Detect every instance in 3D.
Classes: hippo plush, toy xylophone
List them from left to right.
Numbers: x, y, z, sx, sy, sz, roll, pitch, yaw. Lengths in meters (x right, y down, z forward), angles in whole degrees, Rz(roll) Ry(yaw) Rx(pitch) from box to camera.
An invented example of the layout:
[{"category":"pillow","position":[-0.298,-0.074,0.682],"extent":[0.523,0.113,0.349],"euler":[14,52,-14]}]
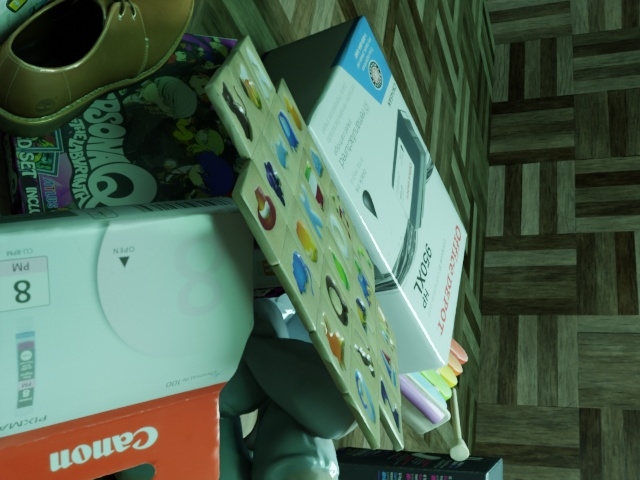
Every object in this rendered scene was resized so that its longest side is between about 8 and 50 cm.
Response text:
[{"category":"hippo plush","position":[-0.094,0.122,0.760],"extent":[0.294,0.234,0.236],"euler":[41,10,-5]},{"category":"toy xylophone","position":[0.164,0.199,1.184],"extent":[0.236,0.081,0.323],"euler":[41,22,-14]}]

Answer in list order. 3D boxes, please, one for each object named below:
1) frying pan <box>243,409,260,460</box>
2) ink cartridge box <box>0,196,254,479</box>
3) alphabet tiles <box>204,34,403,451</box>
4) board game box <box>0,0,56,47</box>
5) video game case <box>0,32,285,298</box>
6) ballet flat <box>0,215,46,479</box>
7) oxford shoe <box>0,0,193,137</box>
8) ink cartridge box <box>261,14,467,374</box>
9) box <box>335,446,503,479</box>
[{"category":"frying pan","position":[-0.091,0.296,0.880],"extent":[0.197,0.053,0.326],"euler":[-26,110,-69]},{"category":"ink cartridge box","position":[-0.137,0.093,0.499],"extent":[0.189,0.066,0.232],"euler":[-8,102,-35]},{"category":"alphabet tiles","position":[0.000,0.000,0.636],"extent":[0.285,0.011,0.343],"euler":[-84,150,-63]},{"category":"board game box","position":[-0.180,-0.236,0.416],"extent":[0.193,0.053,0.305],"euler":[-58,179,-38]},{"category":"video game case","position":[-0.136,-0.060,0.588],"extent":[0.210,0.042,0.232],"euler":[-2,72,-36]},{"category":"ballet flat","position":[-0.235,0.087,0.501],"extent":[0.073,0.080,0.232],"euler":[-14,100,-38]},{"category":"oxford shoe","position":[-0.152,-0.156,0.542],"extent":[0.076,0.076,0.212],"euler":[37,49,-5]},{"category":"ink cartridge box","position":[0.044,-0.048,1.004],"extent":[0.395,0.166,0.285],"euler":[59,33,-30]},{"category":"box","position":[0.139,0.411,1.163],"extent":[0.165,0.270,0.143],"euler":[18,71,-67]}]
